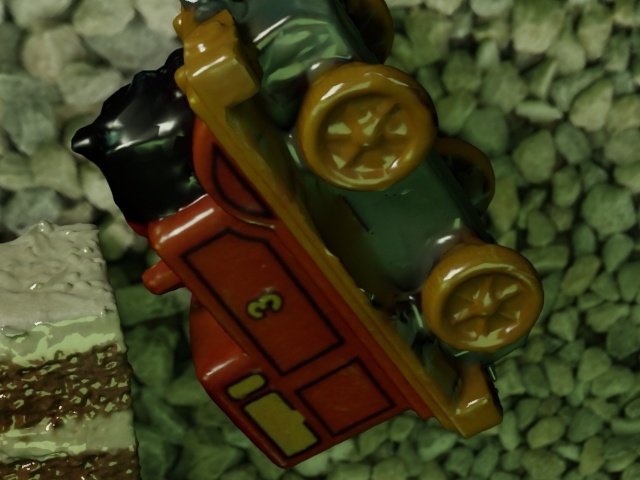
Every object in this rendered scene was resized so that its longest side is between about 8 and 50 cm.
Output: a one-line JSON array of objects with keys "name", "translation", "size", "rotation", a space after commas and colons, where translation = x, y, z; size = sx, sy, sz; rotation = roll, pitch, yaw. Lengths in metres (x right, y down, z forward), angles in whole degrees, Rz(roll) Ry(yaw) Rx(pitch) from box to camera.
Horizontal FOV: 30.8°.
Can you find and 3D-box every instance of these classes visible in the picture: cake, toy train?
[{"name": "cake", "translation": [-0.187, 0.081, 0.741], "size": [0.135, 0.134, 0.147], "rotation": [-7, 125, -16]}, {"name": "toy train", "translation": [0.000, 0.000, 0.746], "size": [0.231, 0.163, 0.369], "rotation": [-31, 122, 11]}]
